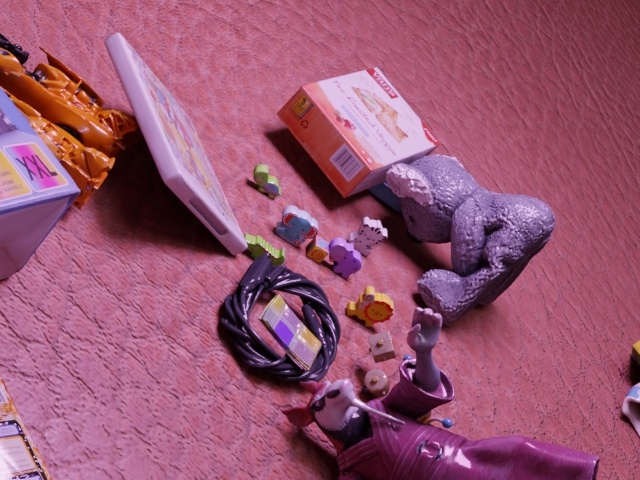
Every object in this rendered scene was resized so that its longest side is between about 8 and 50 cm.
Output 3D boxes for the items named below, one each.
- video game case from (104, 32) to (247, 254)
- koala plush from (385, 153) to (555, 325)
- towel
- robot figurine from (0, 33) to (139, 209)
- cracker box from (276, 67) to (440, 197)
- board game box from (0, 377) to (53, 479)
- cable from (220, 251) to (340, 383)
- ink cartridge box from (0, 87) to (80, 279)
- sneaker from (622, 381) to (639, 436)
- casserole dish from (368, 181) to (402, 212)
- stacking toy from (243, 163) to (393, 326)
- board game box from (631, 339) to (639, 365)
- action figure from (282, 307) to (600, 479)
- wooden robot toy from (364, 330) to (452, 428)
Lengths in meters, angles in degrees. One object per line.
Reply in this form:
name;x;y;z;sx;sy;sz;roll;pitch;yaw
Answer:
video game case;-0.171;-0.113;1.662;0.227;0.026;0.206;63;6;31
koala plush;0.196;-0.036;1.956;0.221;0.203;0.196;47;28;14
towel;-0.033;0.105;1.584;0.083;0.009;0.060;50;32;-8
robot figurine;-0.347;-0.170;1.541;0.291;0.085;0.211;38;28;-12
cracker box;0.059;-0.160;1.994;0.155;0.067;0.232;51;30;9
board game box;-0.292;0.210;1.158;0.147;0.045;0.193;0;52;-53
cable;-0.045;0.104;1.625;0.150;0.047;0.184;46;32;-13
ink cartridge box;-0.452;-0.128;1.292;0.395;0.151;0.270;49;29;11
sneaker;0.540;0.309;2.073;0.092;0.087;0.228;-20;63;-48
casserole dish;0.084;-0.107;2.064;0.188;0.037;0.114;36;30;-13
stacking toy;0.000;0.000;1.801;0.221;0.052;0.167;31;31;-21
board game box;0.577;0.266;2.167;0.259;0.039;0.124;56;3;16
action figure;0.133;0.247;1.510;0.370;0.248;0.276;29;-12;21
wooden robot toy;0.100;0.199;1.682;0.173;0.076;0.079;59;-3;24
